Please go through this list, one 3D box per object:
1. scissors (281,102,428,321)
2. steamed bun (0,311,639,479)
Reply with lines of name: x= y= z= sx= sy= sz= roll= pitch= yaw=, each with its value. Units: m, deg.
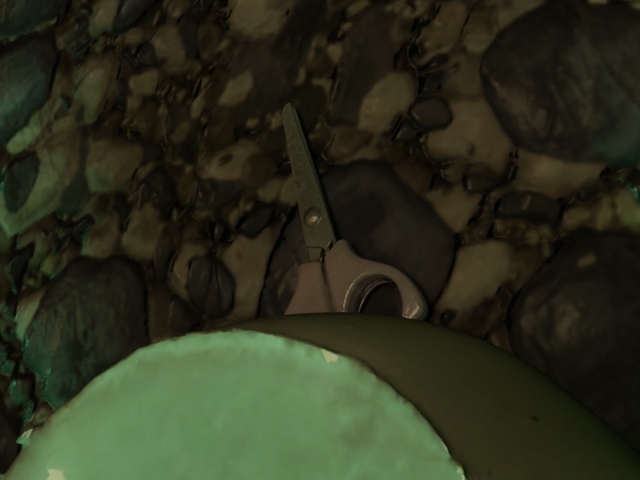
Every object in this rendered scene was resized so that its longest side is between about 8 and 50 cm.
scissors: x=0.000 y=0.000 z=0.802 sx=0.100 sy=0.015 sz=0.189 roll=-31 pitch=53 yaw=24
steamed bun: x=0.010 y=0.188 z=0.580 sx=0.324 sy=0.206 sz=0.324 roll=-14 pitch=64 yaw=31
